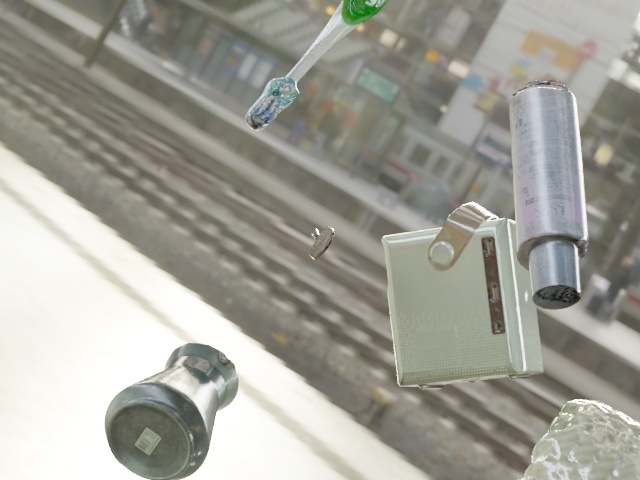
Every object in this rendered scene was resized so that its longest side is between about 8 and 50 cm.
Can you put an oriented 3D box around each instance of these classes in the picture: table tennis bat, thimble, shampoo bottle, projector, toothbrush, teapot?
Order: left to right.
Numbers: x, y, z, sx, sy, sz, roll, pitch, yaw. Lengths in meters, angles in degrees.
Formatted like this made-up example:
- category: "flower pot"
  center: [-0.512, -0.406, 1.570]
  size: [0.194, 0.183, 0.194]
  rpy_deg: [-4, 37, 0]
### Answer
- category: "teapot"
  center: [-0.237, 0.276, 2.221]
  size: [0.171, 0.203, 0.225]
  rpy_deg: [42, 27, -1]
- category: "table tennis bat"
  center: [0.000, 0.000, 1.978]
  size: [0.007, 0.050, 0.083]
  rpy_deg: [35, 7, -18]
- category: "toothbrush"
  center: [0.057, -0.270, 1.502]
  size: [0.042, 0.418, 0.040]
  rpy_deg: [45, -20, -14]
- category: "projector"
  center: [0.189, 0.074, 1.866]
  size: [0.177, 0.242, 0.163]
  rpy_deg: [-7, -6, 19]
- category: "shampoo bottle"
  center: [0.210, -0.041, 1.288]
  size: [0.072, 0.214, 0.072]
  rpy_deg: [1, -29, 1]
- category: "thimble"
  center: [0.267, 0.272, 1.378]
  size: [0.150, 0.219, 0.219]
  rpy_deg: [30, 4, 20]
